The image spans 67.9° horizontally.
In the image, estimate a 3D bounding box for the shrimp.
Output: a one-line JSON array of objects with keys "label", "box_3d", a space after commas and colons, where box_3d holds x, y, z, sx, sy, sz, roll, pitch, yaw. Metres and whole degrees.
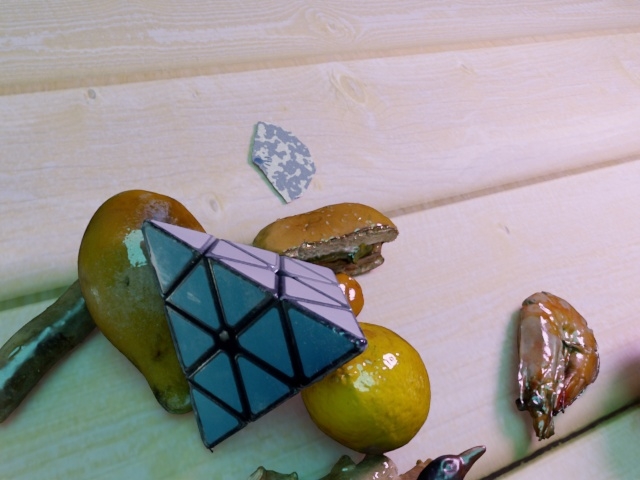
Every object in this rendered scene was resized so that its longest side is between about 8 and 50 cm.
[{"label": "shrimp", "box_3d": [0.385, 0.201, 0.779, 0.154, 0.062, 0.294, 32, 52, 5]}]

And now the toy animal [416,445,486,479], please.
[{"label": "toy animal", "box_3d": [0.217, 0.399, 0.547, 0.185, 0.122, 0.299, -9, 72, -10]}]

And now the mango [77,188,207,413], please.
[{"label": "mango", "box_3d": [-0.219, 0.079, 0.666, 0.192, 0.146, 0.316, -17, 81, -41]}]

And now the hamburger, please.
[{"label": "hamburger", "box_3d": [0.000, 0.000, 0.808, 0.261, 0.124, 0.131, -12, 55, -21]}]

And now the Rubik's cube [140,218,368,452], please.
[{"label": "Rubik's cube", "box_3d": [-0.075, 0.103, 0.605, 0.228, 0.228, 0.233, -13, 55, -3]}]

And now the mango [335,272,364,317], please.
[{"label": "mango", "box_3d": [0.023, 0.104, 0.774, 0.114, 0.060, 0.080, -32, 79, -32]}]

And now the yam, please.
[{"label": "yam", "box_3d": [-0.361, 0.112, 0.681, 0.071, 0.067, 0.317, 19, 50, 17]}]

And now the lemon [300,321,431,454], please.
[{"label": "lemon", "box_3d": [0.059, 0.190, 0.629, 0.170, 0.207, 0.170, -18, 51, 24]}]

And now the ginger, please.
[{"label": "ginger", "box_3d": [0.038, 0.313, 0.613, 0.287, 0.075, 0.089, 7, 57, -11]}]

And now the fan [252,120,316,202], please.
[{"label": "fan", "box_3d": [-0.079, -0.170, 0.992, 0.131, 0.009, 0.240, -8, 55, -18]}]
